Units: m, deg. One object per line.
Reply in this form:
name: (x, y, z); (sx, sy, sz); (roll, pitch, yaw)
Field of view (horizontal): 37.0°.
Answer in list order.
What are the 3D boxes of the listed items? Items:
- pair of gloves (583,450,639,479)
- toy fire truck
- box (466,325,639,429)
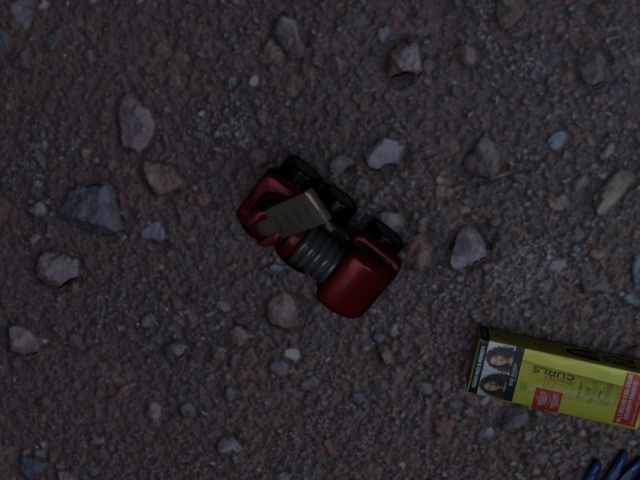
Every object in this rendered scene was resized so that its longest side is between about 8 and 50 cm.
pair of gloves: (0.450, 0.394, 1.356); (0.198, 0.023, 0.159); (32, 109, 0)
toy fire truck: (0.000, 0.000, 1.193); (0.217, 0.246, 0.158); (38, 108, -3)
box: (0.320, 0.185, 1.297); (0.232, 0.058, 0.087); (13, 106, 4)
